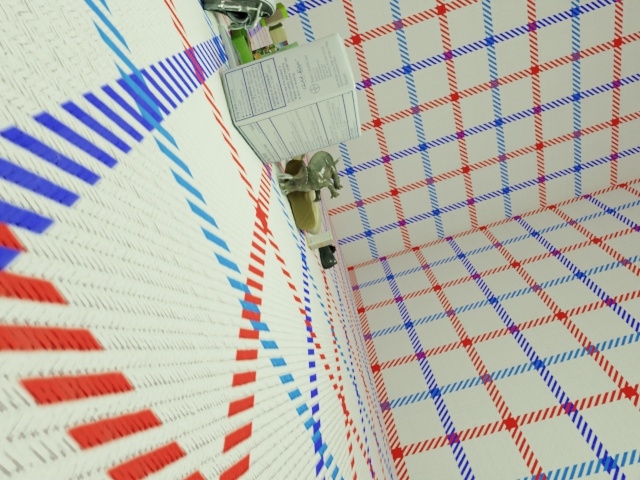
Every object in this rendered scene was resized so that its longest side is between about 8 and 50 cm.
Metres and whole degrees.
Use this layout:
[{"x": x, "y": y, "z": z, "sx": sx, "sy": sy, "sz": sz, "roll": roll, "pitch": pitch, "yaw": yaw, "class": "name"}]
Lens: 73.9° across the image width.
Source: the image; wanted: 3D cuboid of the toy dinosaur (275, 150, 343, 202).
[{"x": 0.007, "y": -0.231, "z": 1.425, "sx": 0.313, "sy": 0.121, "sz": 0.160, "roll": -47, "pitch": 121, "yaw": -35, "class": "toy dinosaur"}]

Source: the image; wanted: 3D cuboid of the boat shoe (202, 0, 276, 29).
[{"x": -0.211, "y": -0.626, "z": 1.144, "sx": 0.306, "sy": 0.113, "sz": 0.104, "roll": -41, "pitch": 133, "yaw": -67, "class": "boat shoe"}]

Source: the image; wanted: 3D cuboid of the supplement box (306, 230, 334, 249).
[{"x": 0.000, "y": 0.000, "z": 1.641, "sx": 0.062, "sy": 0.099, "sz": 0.036, "roll": 60, "pitch": 13, "yaw": -70, "class": "supplement box"}]

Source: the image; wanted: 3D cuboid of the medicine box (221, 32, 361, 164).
[{"x": -0.057, "y": -0.337, "z": 1.071, "sx": 0.263, "sy": 0.290, "sz": 0.149, "roll": 52, "pitch": 24, "yaw": -77, "class": "medicine box"}]

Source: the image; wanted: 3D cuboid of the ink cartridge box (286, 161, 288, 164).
[{"x": -0.094, "y": -0.230, "z": 1.720, "sx": 0.207, "sy": 0.046, "sz": 0.097, "roll": -101, "pitch": 171, "yaw": -49, "class": "ink cartridge box"}]

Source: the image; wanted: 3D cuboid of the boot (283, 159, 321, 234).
[{"x": -0.058, "y": -0.153, "z": 1.556, "sx": 0.203, "sy": 0.095, "sz": 0.261, "roll": 37, "pitch": 37, "yaw": -81, "class": "boot"}]

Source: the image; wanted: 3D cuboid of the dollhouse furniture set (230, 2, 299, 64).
[{"x": -0.158, "y": -0.614, "z": 1.468, "sx": 0.301, "sy": 0.198, "sz": 0.151, "roll": 66, "pitch": 7, "yaw": -49, "class": "dollhouse furniture set"}]

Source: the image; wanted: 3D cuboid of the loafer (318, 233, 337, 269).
[{"x": 0.033, "y": 0.045, "z": 1.974, "sx": 0.223, "sy": 0.078, "sz": 0.076, "roll": -102, "pitch": 173, "yaw": -50, "class": "loafer"}]

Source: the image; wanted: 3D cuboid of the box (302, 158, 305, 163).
[{"x": -0.067, "y": -0.277, "z": 1.772, "sx": 0.201, "sy": 0.021, "sz": 0.164, "roll": -95, "pitch": 164, "yaw": -64, "class": "box"}]

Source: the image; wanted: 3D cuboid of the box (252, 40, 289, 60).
[{"x": -0.173, "y": -0.675, "z": 1.736, "sx": 0.044, "sy": 0.159, "sz": 0.232, "roll": -97, "pitch": 168, "yaw": -74, "class": "box"}]

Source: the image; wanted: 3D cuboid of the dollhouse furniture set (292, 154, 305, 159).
[{"x": -0.095, "y": -0.399, "z": 1.413, "sx": 0.161, "sy": 0.212, "sz": 0.241, "roll": -80, "pitch": 178, "yaw": -76, "class": "dollhouse furniture set"}]

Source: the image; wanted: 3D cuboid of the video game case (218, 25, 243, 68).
[{"x": -0.240, "y": -0.502, "z": 1.212, "sx": 0.143, "sy": 0.019, "sz": 0.157, "roll": 38, "pitch": 34, "yaw": -82, "class": "video game case"}]
